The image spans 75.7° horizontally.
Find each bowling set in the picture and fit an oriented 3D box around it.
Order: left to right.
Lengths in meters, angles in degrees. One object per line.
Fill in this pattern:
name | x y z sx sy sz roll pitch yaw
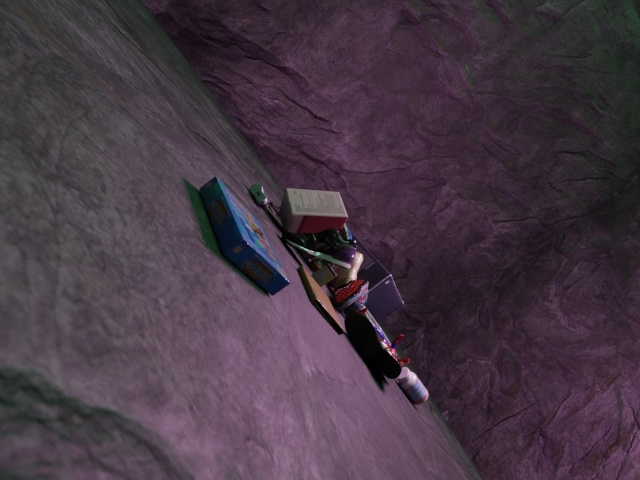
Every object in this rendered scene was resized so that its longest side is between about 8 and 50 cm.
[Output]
bowling set | 0.016 0.053 1.736 0.287 0.154 0.200 52 3 -31

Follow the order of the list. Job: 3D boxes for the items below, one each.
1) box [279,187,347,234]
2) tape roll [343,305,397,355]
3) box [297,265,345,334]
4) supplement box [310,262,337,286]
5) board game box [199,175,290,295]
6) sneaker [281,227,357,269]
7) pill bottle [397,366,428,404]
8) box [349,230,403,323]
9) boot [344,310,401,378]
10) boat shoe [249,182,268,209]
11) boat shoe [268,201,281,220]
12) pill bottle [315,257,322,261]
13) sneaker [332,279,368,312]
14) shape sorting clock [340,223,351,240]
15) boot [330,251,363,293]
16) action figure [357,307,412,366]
box | -0.032 -0.107 1.634 0.127 0.232 0.148 113 -29 -44
tape roll | 0.214 0.390 1.811 0.321 0.077 0.321 54 2 -3
box | 0.000 0.182 1.276 0.164 0.021 0.201 53 3 -29
supplement box | 0.011 0.126 1.478 0.056 0.083 0.083 55 3 3
board game box | -0.150 -0.010 0.800 0.160 0.047 0.210 51 5 -45
sneaker | 0.000 0.000 1.486 0.283 0.124 0.107 22 0 -21
pill bottle | 0.400 0.639 1.813 0.160 0.087 0.087 53 3 -16
box | 0.214 0.198 2.165 0.395 0.212 0.293 49 -7 44
boot | 0.189 0.375 1.462 0.264 0.096 0.280 42 -7 17
boat shoe | -0.222 -0.160 1.490 0.142 0.049 0.040 -120 -167 -50
boat shoe | -0.184 -0.130 1.780 0.049 0.042 0.133 59 6 36
pill bottle | 0.018 0.102 1.957 0.078 0.078 0.137 55 3 19
sneaker | 0.132 0.239 1.615 0.262 0.104 0.125 -20 105 -60
shape sorting clock | 0.094 0.003 1.721 0.206 0.040 0.206 169 -90 -81
boot | 0.097 0.191 1.873 0.095 0.262 0.203 29 49 -11
action figure | 0.261 0.383 1.583 0.280 0.139 0.091 55 39 -15
